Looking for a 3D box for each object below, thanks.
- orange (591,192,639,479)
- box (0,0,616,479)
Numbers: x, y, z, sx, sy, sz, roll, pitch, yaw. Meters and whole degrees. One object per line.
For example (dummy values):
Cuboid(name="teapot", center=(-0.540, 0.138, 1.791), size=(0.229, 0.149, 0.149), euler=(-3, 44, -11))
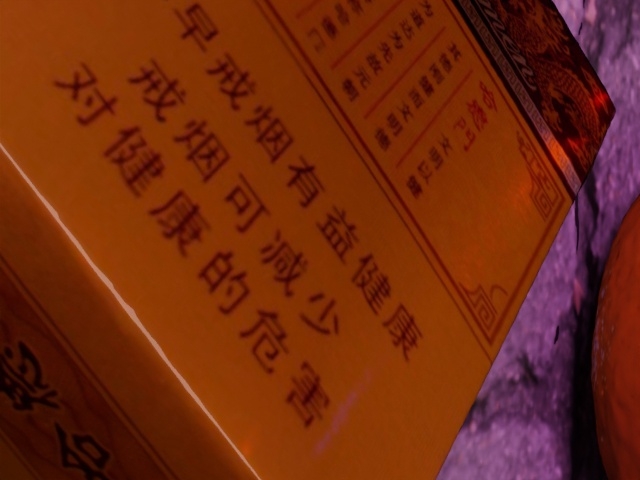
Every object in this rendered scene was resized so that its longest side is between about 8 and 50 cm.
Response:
Cuboid(name="orange", center=(0.398, 0.087, 0.849), size=(0.424, 0.326, 0.423), euler=(0, 90, -40))
Cuboid(name="box", center=(-0.012, -0.059, 0.524), size=(0.264, 0.116, 0.415), euler=(54, 37, -13))
